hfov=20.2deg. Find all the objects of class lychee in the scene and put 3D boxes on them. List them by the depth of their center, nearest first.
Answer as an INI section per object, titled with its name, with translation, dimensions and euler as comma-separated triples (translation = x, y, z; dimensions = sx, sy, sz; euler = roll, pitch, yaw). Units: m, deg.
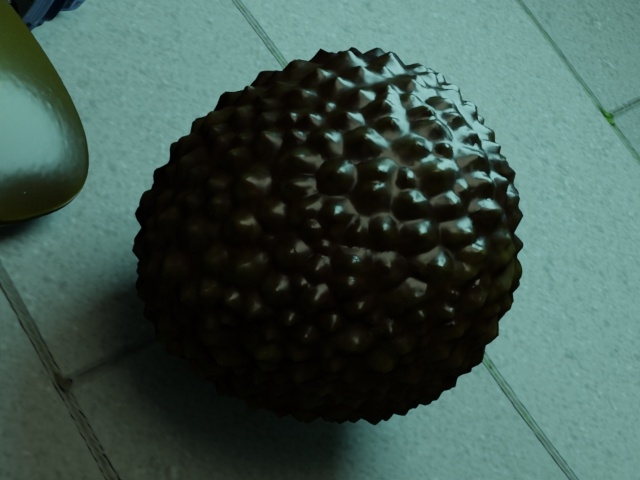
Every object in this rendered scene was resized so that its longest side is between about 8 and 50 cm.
[lychee]
translation = 0.000, 0.000, 1.189
dimensions = 0.267, 0.267, 0.267
euler = 24, 39, -21

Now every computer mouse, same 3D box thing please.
[computer mouse]
translation = -0.281, -0.137, 1.229
dimensions = 0.310, 0.072, 0.158
euler = 50, 35, 15

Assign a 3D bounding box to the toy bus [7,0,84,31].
[toy bus]
translation = -0.215, -0.233, 1.385
dimensions = 0.076, 0.073, 0.167
euler = 12, 44, -36
